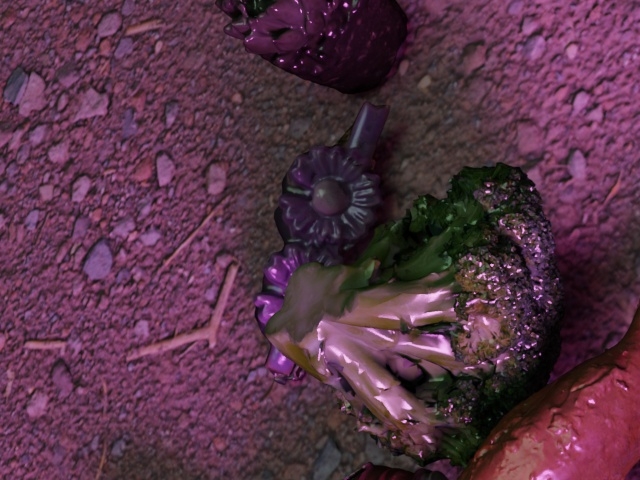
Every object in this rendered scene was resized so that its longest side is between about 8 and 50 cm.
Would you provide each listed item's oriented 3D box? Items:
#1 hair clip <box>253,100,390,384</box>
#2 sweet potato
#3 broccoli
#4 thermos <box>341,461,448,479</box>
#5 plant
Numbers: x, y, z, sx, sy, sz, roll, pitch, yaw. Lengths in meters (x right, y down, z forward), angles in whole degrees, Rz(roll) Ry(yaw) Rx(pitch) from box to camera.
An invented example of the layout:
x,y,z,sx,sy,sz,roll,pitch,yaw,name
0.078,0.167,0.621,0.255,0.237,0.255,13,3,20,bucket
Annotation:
x,y,z,sx,sy,sz,roll,pitch,yaw,name
0.000,0.000,1.918,0.106,0.084,0.292,17,85,2,hair clip
0.226,0.130,1.569,0.385,0.109,0.109,-48,44,-9,sweet potato
0.087,0.067,1.687,0.294,0.245,0.265,-40,49,38,broccoli
0.033,0.263,1.732,0.232,0.124,0.099,-39,71,35,thermos
-0.009,-0.229,1.941,0.129,0.194,0.132,35,98,41,plant
